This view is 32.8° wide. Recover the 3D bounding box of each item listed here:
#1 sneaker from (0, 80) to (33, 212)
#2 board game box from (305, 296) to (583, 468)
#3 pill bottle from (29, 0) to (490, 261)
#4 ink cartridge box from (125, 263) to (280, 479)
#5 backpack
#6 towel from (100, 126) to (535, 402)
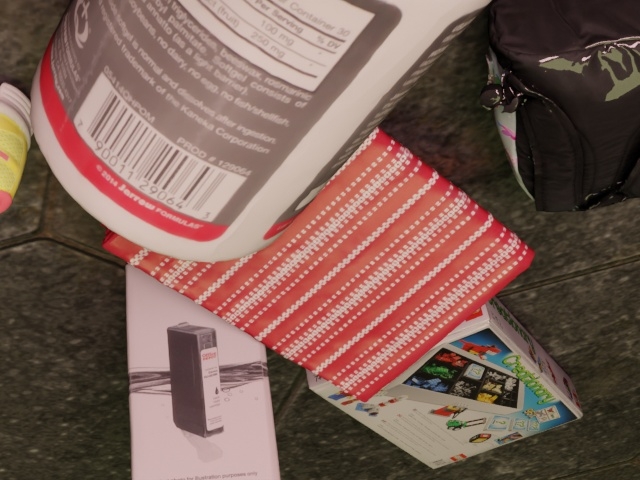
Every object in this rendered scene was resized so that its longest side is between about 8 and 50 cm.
[{"bbox_3d":[-0.281,-0.056,0.663,0.208,0.094,0.081,0,146,-15],"label":"sneaker"},{"bbox_3d":[0.139,0.153,1.145,0.193,0.053,0.305,-24,145,18],"label":"board game box"},{"bbox_3d":[-0.011,-0.142,0.545,0.176,0.176,0.318,11,140,-31],"label":"pill bottle"},{"bbox_3d":[-0.099,0.176,0.908,0.114,0.273,0.197,-3,146,-8],"label":"ink cartridge box"},{"bbox_3d":[0.183,-0.099,0.730,0.152,0.115,0.182,-4,149,9],"label":"backpack"},{"bbox_3d":[0.000,0.000,0.804,0.275,0.031,0.199,35,116,-27],"label":"towel"}]
